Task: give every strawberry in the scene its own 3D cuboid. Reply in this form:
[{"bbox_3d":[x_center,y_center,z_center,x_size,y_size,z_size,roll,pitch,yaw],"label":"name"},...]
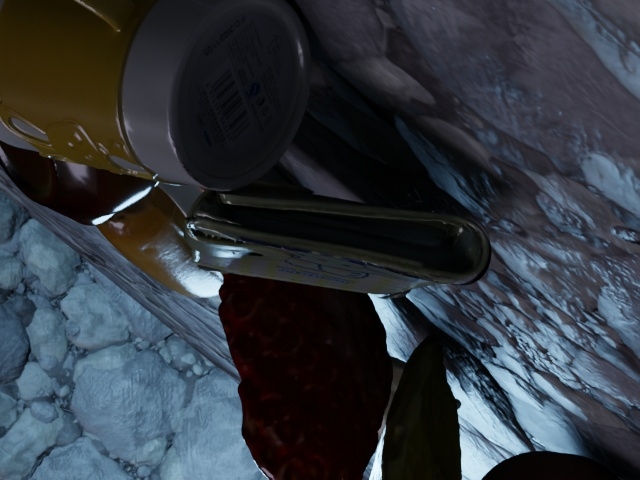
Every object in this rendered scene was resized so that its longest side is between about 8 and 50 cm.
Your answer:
[{"bbox_3d":[0.001,0.154,1.466,0.336,0.149,0.265,-97,-10,-52],"label":"strawberry"}]

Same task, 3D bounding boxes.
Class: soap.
[{"bbox_3d":[0.100,0.332,1.596,0.115,0.306,0.427,9,139,0],"label":"soap"}]

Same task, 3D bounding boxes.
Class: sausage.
[{"bbox_3d":[-0.197,0.000,1.835,0.134,0.116,0.354,21,166,23],"label":"sausage"}]

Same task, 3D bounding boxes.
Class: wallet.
[{"bbox_3d":[0.000,0.000,1.134,0.223,0.077,0.309,13,175,-4],"label":"wallet"}]

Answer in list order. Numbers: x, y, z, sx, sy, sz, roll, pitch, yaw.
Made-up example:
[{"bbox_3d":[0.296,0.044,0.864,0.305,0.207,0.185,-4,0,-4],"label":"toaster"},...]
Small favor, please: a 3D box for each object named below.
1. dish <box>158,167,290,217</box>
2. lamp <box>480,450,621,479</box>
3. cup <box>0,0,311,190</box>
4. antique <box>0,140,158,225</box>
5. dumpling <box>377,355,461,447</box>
[{"bbox_3d":[-0.101,-0.054,1.440,0.151,0.077,0.212,44,166,-32],"label":"dish"},{"bbox_3d":[0.284,0.380,1.544,0.305,0.239,0.305,171,90,-79],"label":"lamp"},{"bbox_3d":[-0.148,-0.144,1.003,0.226,0.185,0.241,21,169,35],"label":"cup"},{"bbox_3d":[-0.243,-0.128,1.328,0.223,0.129,0.278,43,150,17],"label":"antique"},{"bbox_3d":[0.080,0.197,1.767,0.199,0.118,0.136,-11,130,35],"label":"dumpling"}]
